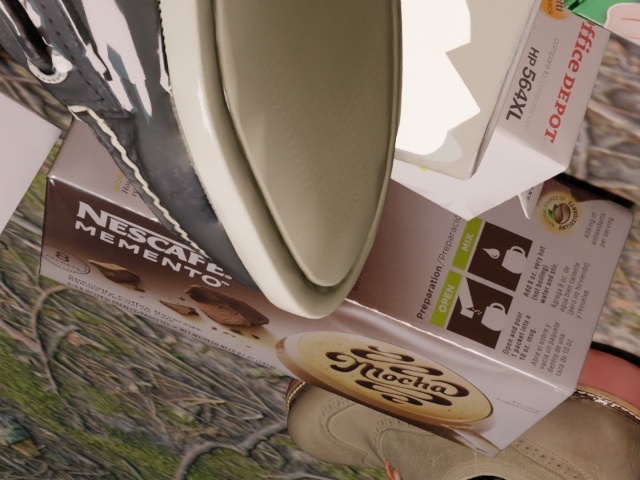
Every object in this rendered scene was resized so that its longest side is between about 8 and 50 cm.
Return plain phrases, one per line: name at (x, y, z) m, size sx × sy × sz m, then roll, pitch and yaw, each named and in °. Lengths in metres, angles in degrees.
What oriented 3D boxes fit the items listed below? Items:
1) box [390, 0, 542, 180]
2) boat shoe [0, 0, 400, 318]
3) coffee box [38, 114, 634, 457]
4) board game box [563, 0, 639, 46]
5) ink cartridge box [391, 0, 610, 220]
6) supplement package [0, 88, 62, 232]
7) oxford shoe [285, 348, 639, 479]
box at (-0.072, -0.144, 0.623) m, size 0.311 × 0.148 × 0.121 m, roll 18°, pitch 121°, yaw -2°
boat shoe at (-0.067, -0.110, 0.481) m, size 0.113 × 0.127 × 0.340 m, roll 6°, pitch 145°, yaw 25°
coffee box at (0.000, 0.000, 1.003) m, size 0.297 × 0.118 × 0.168 m, roll 23°, pitch 159°, yaw -3°
board game box at (0.255, -0.061, 0.458) m, size 0.317 × 0.046 × 0.213 m, roll 24°, pitch 146°, yaw -17°
ink cartridge box at (0.058, -0.081, 0.802) m, size 0.143 × 0.092 × 0.090 m, roll 27°, pitch 157°, yaw -16°
supplement package at (-0.306, -0.041, 0.995) m, size 0.199 × 0.198 × 0.263 m, roll 33°, pitch 175°, yaw -25°
oxford shoe at (0.080, 0.147, 1.249) m, size 0.123 × 0.130 × 0.348 m, roll 35°, pitch 155°, yaw -29°
